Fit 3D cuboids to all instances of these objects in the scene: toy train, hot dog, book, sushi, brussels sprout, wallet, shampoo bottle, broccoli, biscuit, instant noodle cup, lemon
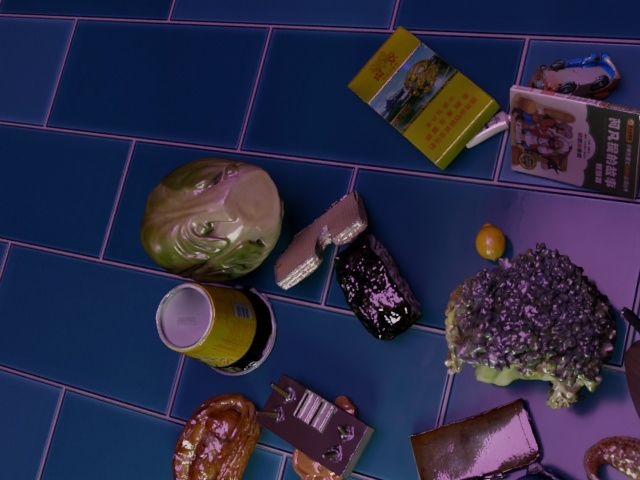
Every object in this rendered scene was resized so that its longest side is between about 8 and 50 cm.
[{"bbox_3d":[0.504,-0.318,1.902,0.188,0.099,0.072,-13,69,-15],"label":"toy train"},{"bbox_3d":[-0.230,0.465,2.095,0.175,0.114,0.259,18,85,29],"label":"hot dog"},{"bbox_3d":[0.500,-0.195,1.863,0.264,0.202,0.027,18,47,30],"label":"book"},{"bbox_3d":[0.116,0.102,2.008,0.127,0.124,0.225,-35,65,13],"label":"sushi"},{"bbox_3d":[-0.231,-0.054,2.128,0.355,0.289,0.281,-20,56,51],"label":"brussels sprout"},{"bbox_3d":[0.305,0.416,1.878,0.255,0.031,0.137,-23,67,21],"label":"wallet"},{"bbox_3d":[0.372,-0.246,2.023,0.141,0.034,0.049,-22,60,20],"label":"shampoo bottle"},{"bbox_3d":[0.382,0.192,1.774,0.348,0.281,0.293,-24,69,-25],"label":"broccoli"},{"bbox_3d":[0.000,0.000,2.102,0.250,0.046,0.147,-38,26,13],"label":"biscuit"},{"bbox_3d":[-0.239,0.186,2.108,0.215,0.236,0.215,-6,74,23],"label":"instant noodle cup"},{"bbox_3d":[0.007,0.451,2.025,0.144,0.040,0.236,-4,72,32],"label":"biscuit"},{"bbox_3d":[0.351,0.003,1.948,0.062,0.062,0.083,-17,71,23],"label":"lemon"}]

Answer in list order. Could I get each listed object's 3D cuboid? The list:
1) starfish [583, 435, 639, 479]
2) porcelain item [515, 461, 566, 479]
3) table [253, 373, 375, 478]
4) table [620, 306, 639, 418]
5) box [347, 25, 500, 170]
[{"bbox_3d":[0.659,0.515,1.643,0.324,0.082,0.432,-28,68,15],"label":"starfish"},{"bbox_3d":[0.359,0.548,1.769,0.288,0.138,0.186,-56,42,9],"label":"porcelain item"},{"bbox_3d":[-0.027,0.382,1.979,0.240,0.111,0.121,26,85,31],"label":"table"},{"bbox_3d":[0.673,0.211,1.587,0.317,0.249,0.317,-12,59,20],"label":"table"},{"bbox_3d":[0.222,-0.321,2.095,0.187,0.047,0.335,-49,53,9],"label":"box"}]
